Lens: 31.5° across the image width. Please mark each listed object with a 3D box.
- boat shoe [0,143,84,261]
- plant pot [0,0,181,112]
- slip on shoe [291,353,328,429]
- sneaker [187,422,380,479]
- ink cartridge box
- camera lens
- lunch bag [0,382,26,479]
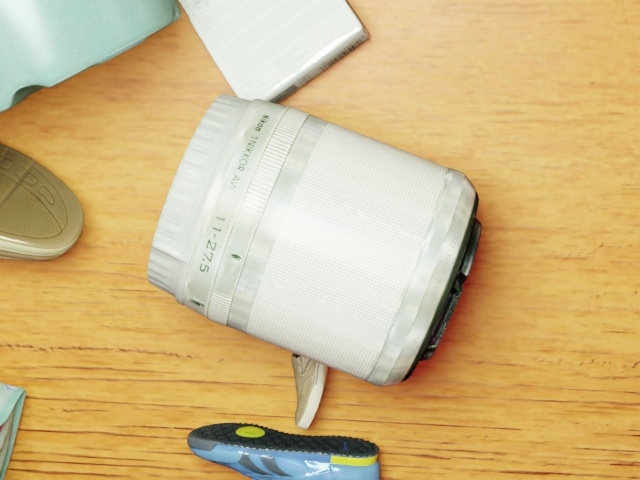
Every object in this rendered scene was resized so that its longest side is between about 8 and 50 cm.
[{"bbox_3d":[-0.408,-0.042,1.181,0.341,0.121,0.110,18,138,5],"label":"boat shoe"},{"bbox_3d":[-0.311,-0.296,1.027,0.341,0.341,0.334,-26,104,9],"label":"plant pot"},{"bbox_3d":[-0.012,0.129,1.189,0.041,0.051,0.135,15,98,-2],"label":"slip on shoe"},{"bbox_3d":[-0.041,0.246,1.204,0.209,0.069,0.082,8,104,4],"label":"sneaker"},{"bbox_3d":[-0.057,-0.238,1.150,0.145,0.045,0.179,-34,76,10],"label":"ink cartridge box"},{"bbox_3d":[0.000,0.000,1.082,0.274,0.219,0.219,21,101,2],"label":"camera lens"},{"bbox_3d":[-0.459,0.262,1.206,0.224,0.160,0.262,19,112,-1],"label":"lunch bag"}]
